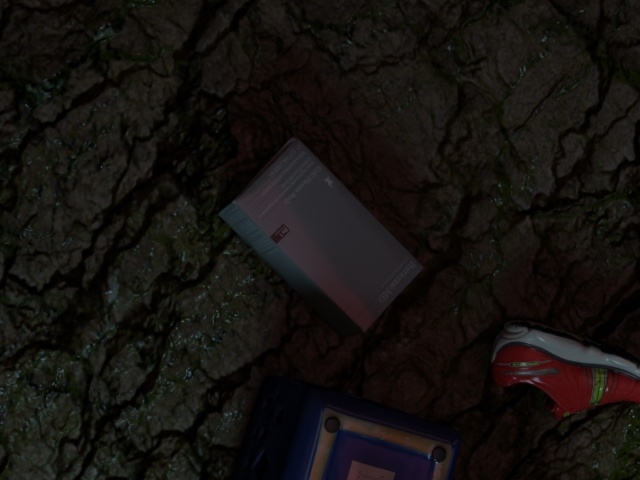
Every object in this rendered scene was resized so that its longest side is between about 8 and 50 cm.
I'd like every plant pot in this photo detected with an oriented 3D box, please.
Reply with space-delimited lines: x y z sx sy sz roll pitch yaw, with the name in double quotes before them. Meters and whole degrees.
"plant pot" 0.030 0.302 1.572 0.236 0.212 0.236 19 80 -14

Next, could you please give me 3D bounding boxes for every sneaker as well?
"sneaker" 0.354 0.192 1.749 0.279 0.107 0.118 20 98 -10

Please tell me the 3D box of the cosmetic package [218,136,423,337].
"cosmetic package" 0.000 0.000 1.651 0.238 0.107 0.127 43 72 -5
